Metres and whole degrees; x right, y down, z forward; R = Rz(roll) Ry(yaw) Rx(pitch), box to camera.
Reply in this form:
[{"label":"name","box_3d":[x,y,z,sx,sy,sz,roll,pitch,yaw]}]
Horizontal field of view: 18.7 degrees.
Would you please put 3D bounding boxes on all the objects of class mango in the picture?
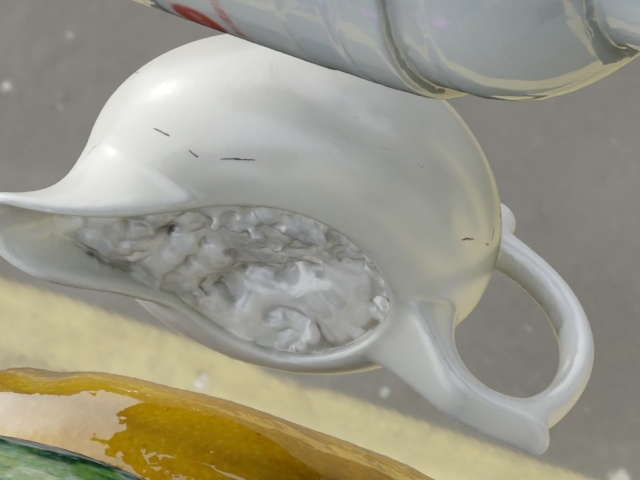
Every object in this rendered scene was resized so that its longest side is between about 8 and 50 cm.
[{"label":"mango","box_3d":[-0.035,0.166,1.066,0.144,0.359,0.187,-69,15,-9]}]

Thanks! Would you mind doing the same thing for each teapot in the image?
[{"label":"teapot","box_3d":[0.000,0.000,0.961,0.166,0.300,0.208,-61,-3,-49]}]

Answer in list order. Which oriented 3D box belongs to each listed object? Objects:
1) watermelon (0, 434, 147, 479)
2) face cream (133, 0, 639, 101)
[{"label":"watermelon","box_3d":[-0.162,0.136,0.586,0.260,0.256,0.176,24,113,19]},{"label":"face cream","box_3d":[0.037,-0.123,0.663,0.370,0.145,0.145,22,76,30]}]
